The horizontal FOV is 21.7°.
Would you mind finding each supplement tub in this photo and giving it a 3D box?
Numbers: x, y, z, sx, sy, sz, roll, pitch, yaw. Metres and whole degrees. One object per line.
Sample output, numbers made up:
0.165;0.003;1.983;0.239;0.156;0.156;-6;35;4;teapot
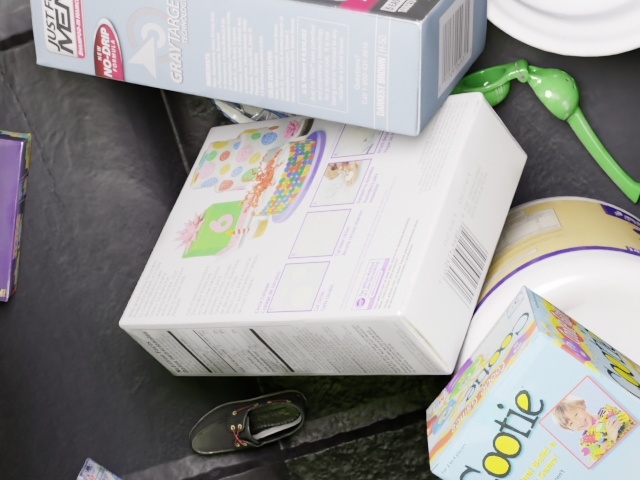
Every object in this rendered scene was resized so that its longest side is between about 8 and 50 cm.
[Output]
0.237;0.092;1.561;0.241;0.331;0.241;0;104;2;supplement tub

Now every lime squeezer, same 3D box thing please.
0.185;-0.132;1.661;0.310;0.059;0.110;15;134;-3;lime squeezer

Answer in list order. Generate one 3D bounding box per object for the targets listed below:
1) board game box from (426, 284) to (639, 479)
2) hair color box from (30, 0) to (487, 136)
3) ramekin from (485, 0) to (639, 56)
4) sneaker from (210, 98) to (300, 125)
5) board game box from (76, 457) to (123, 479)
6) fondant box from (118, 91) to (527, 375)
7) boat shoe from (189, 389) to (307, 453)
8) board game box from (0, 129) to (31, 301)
0.237;0.183;1.338;0.275;0.142;0.144;35;103;-7;board game box
-0.054;-0.213;1.504;0.374;0.185;0.113;12;124;20;hair color box
0.247;-0.318;1.564;0.277;0.135;0.277;1;104;2;ramekin
-0.044;-0.129;1.667;0.135;0.052;0.058;23;93;-11;sneaker
-0.194;0.358;1.778;0.194;0.060;0.194;20;103;-2;board game box
0.000;0.000;1.521;0.330;0.238;0.096;-3;142;39;fondant box
-0.077;0.193;1.745;0.133;0.042;0.049;-19;104;8;boat shoe
-0.374;-0.032;1.696;0.141;0.048;0.170;8;104;1;board game box
